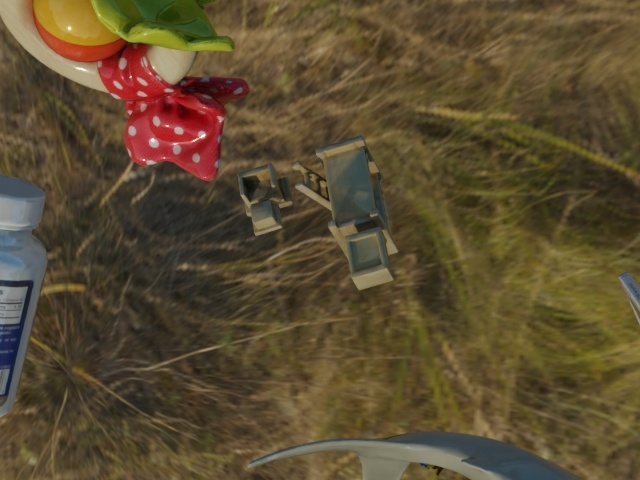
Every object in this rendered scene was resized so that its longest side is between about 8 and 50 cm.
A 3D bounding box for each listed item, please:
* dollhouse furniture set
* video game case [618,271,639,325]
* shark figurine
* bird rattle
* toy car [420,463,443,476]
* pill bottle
[{"bbox_3d":[0.000,0.000,1.729,0.161,0.101,0.182,-16,57,11],"label":"dollhouse furniture set"},{"bbox_3d":[0.391,0.123,1.714,0.015,0.166,0.119,-27,123,4],"label":"video game case"},{"bbox_3d":[0.105,0.158,0.704,0.278,0.116,0.166,48,113,21],"label":"shark figurine"},{"bbox_3d":[-0.147,-0.168,1.156,0.207,0.253,0.143,22,66,1],"label":"bird rattle"},{"bbox_3d":[0.100,0.282,1.767,0.040,0.060,0.122,37,105,0],"label":"toy car"},{"bbox_3d":[-0.180,0.027,0.787,0.067,0.067,0.120,13,103,-8],"label":"pill bottle"}]
